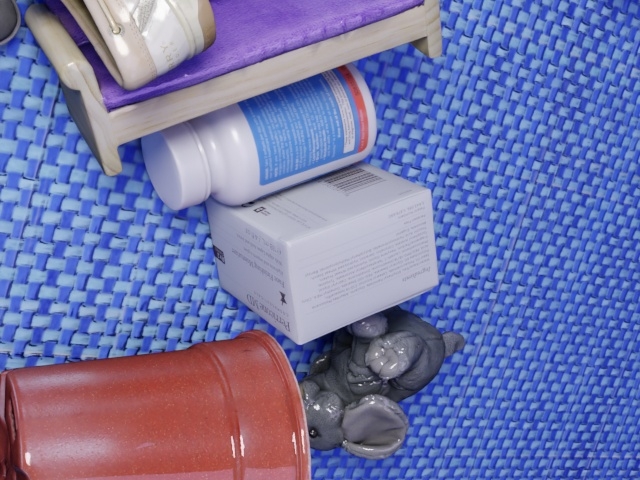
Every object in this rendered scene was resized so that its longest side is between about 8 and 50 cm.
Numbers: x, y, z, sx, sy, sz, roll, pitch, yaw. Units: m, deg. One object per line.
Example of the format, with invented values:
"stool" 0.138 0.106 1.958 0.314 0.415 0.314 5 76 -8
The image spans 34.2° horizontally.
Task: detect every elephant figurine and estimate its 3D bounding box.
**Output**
"elephant figurine" 0.030 0.184 1.245 0.239 0.186 0.169 -60 172 13

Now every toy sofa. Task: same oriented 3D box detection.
"toy sofa" -0.076 -0.218 0.950 0.362 0.150 0.177 -22 130 -15

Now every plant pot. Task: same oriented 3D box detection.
"plant pot" -0.186 0.226 1.043 0.265 0.272 0.272 2 107 -26

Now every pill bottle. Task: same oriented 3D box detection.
"pill bottle" -0.064 -0.108 1.065 0.221 0.124 0.124 -21 118 -27

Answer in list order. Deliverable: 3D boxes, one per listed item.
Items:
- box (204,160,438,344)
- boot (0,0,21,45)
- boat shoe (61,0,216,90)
"box" 0.000 0.000 1.113 0.182 0.181 0.119 -21 118 -26
"boot" -0.294 -0.204 0.818 0.190 0.208 0.076 38 85 -37
"boat shoe" -0.211 -0.245 0.829 0.098 0.302 0.109 -38 168 -17
